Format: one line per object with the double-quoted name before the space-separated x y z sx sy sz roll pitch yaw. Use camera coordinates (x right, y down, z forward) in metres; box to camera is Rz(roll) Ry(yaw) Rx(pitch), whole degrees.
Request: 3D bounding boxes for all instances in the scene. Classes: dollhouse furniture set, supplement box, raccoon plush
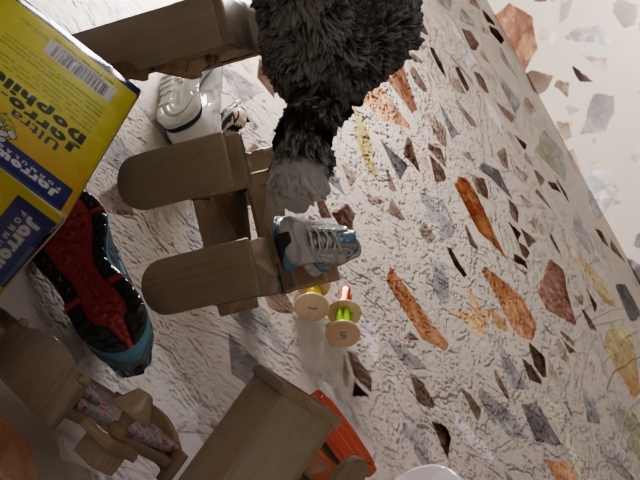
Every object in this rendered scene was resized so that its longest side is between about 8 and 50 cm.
"dollhouse furniture set" -0.157 0.159 1.575 0.355 0.174 0.303 34 -3 40
"dollhouse furniture set" -0.180 -0.092 1.931 0.362 0.256 0.394 -8 84 -74
"supplement box" -0.351 -0.090 1.560 0.195 0.194 0.356 38 23 -12
"raccoon plush" -0.022 -0.296 1.839 0.299 0.216 0.446 53 27 -38

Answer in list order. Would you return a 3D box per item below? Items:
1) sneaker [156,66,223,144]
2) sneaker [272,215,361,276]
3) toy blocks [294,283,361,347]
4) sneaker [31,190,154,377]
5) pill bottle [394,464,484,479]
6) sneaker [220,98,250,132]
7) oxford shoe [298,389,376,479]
"sneaker" -0.182 -0.201 2.198 0.095 0.090 0.235 59 25 -30
"sneaker" 0.000 0.000 1.855 0.190 0.083 0.071 12 67 -71
"toy blocks" 0.014 0.074 2.240 0.123 0.054 0.148 42 29 -26
"sneaker" -0.271 0.057 1.754 0.125 0.104 0.262 77 -12 -54
"pill bottle" 0.249 0.468 2.007 0.407 0.229 0.229 39 31 -33
"sneaker" -0.135 -0.185 2.290 0.044 0.040 0.109 55 26 -8
"oxford shoe" -0.024 0.278 1.891 0.130 0.133 0.363 54 6 13
